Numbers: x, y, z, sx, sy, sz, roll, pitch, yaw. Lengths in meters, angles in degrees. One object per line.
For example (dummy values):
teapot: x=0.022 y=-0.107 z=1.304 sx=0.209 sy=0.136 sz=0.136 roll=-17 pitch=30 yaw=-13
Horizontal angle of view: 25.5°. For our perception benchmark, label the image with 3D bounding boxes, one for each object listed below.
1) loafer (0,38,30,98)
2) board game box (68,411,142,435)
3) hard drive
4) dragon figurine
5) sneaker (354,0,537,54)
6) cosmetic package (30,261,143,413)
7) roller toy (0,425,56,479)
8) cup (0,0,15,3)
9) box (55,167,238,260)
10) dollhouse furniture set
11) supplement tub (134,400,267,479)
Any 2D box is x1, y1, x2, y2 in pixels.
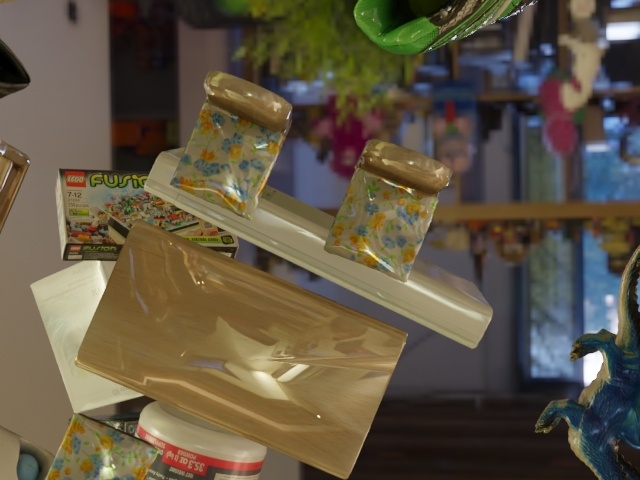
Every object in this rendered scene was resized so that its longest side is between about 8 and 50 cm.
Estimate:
loafer: x=-0.366 y=-0.206 z=1.440 sx=0.078 sy=0.076 sz=0.223 roll=-2 pitch=162 yaw=12
board game box: x=-0.293 y=0.292 z=2.262 sx=0.126 sy=0.026 sz=0.186 roll=-2 pitch=177 yaw=36
hard drive: x=0.000 y=0.000 z=1.267 sx=0.307 sy=0.040 sz=0.203 roll=26 pitch=-175 yaw=-1
dragon figurine: x=0.303 y=0.153 z=1.354 sx=0.144 sy=0.289 sz=0.085 roll=26 pitch=179 yaw=19
sneaker: x=0.104 y=-0.246 z=0.915 sx=0.134 sy=0.344 sz=0.146 roll=38 pitch=-122 yaw=22
cosmetic package: x=-0.312 y=0.134 z=2.195 sx=0.138 sy=0.225 sz=0.224 roll=-20 pitch=179 yaw=-41
roller toy: x=-0.386 y=0.308 z=1.590 sx=0.146 sy=0.209 sz=0.191 roll=33 pitch=153 yaw=-21
cup: x=-0.314 y=-0.373 z=1.418 sx=0.237 sy=0.331 sz=0.331 roll=-39 pitch=172 yaw=11
box: x=-0.208 y=-0.029 z=1.687 sx=0.206 sy=0.114 sz=0.036 roll=1 pitch=143 yaw=-20
dollhouse furniture set: x=-0.138 y=0.046 z=1.009 sx=0.394 sy=0.362 sz=0.256 roll=23 pitch=177 yaw=0
supplement tub: x=-0.201 y=0.384 z=2.038 sx=0.191 sy=0.272 sz=0.191 roll=17 pitch=-177 yaw=-1
